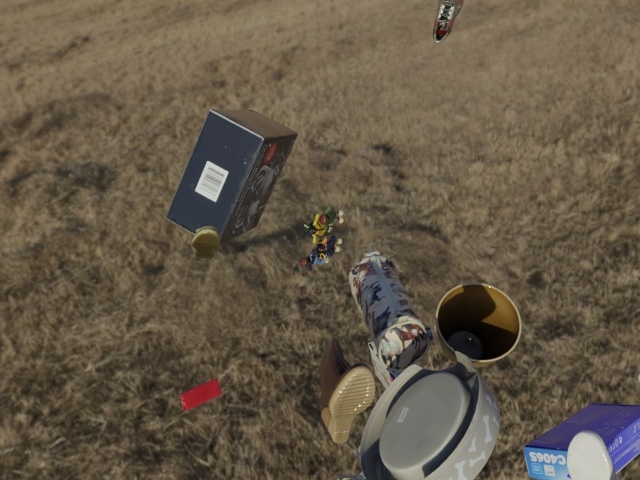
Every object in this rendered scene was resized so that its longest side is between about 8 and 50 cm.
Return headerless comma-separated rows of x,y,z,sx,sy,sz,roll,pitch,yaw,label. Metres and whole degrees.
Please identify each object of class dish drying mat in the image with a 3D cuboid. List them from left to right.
-0.214,0.276,1.114,0.008,0.032,0.083,-19,-2,41,dish drying mat

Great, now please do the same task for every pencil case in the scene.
0.197,0.192,1.833,0.160,0.183,0.410,1,28,-11,pencil case

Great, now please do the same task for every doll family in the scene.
0.000,0.000,1.651,0.076,0.192,0.111,8,14,31,doll family

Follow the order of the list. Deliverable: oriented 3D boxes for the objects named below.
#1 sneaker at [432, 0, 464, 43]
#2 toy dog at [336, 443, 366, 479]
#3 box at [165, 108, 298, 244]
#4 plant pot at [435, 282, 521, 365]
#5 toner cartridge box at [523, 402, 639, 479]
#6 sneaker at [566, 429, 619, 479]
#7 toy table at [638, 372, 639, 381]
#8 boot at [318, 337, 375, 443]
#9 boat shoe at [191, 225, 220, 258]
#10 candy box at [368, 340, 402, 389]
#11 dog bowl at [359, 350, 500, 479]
0.298,-0.530,1.447,0.061,0.158,0.064,14,53,9,sneaker
0.219,0.571,1.581,0.334,0.160,0.220,11,9,31,toy dog
-0.250,-0.195,1.819,0.179,0.343,0.312,29,18,7,box
0.447,0.286,1.848,0.237,0.254,0.237,-1,61,1,plant pot
0.639,0.465,1.442,0.348,0.075,0.165,-8,-4,-42,toner cartridge box
0.530,0.447,1.170,0.080,0.212,0.094,-9,9,46,sneaker
0.848,0.296,1.304,0.161,0.252,0.274,-44,49,-16,toy table
0.040,0.289,1.337,0.090,0.248,0.206,3,41,-15,boot
-0.234,-0.004,1.275,0.056,0.153,0.048,4,71,-8,boat shoe
0.235,0.415,1.850,0.071,0.159,0.233,-25,40,-12,candy box
0.243,0.415,1.366,0.349,0.102,0.348,-44,17,17,dog bowl
